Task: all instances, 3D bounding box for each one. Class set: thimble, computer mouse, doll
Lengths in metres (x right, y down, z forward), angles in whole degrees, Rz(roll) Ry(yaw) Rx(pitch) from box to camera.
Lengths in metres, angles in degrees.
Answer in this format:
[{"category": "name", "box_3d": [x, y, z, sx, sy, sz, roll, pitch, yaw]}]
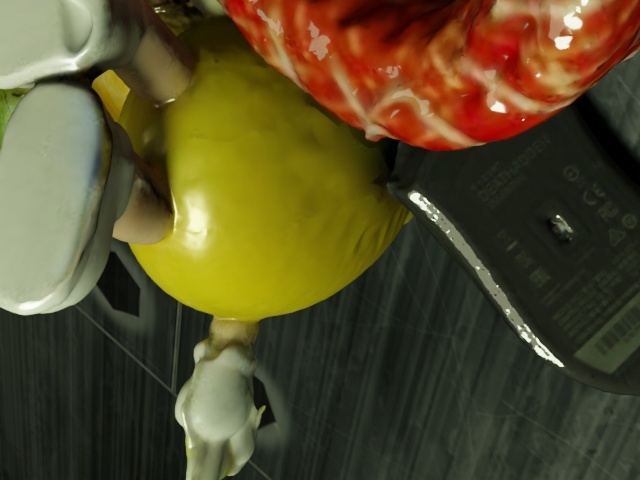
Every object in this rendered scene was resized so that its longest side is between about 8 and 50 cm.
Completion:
[{"category": "thimble", "box_3d": [0.068, -0.239, 0.797, 0.350, 0.230, 0.350, 29, 137, 31]}, {"category": "computer mouse", "box_3d": [0.153, -0.005, 0.978, 0.264, 0.147, 0.088, 52, 164, 1]}, {"category": "doll", "box_3d": [-0.067, -0.034, 0.939, 0.161, 0.348, 0.423, 6, 148, 31]}]

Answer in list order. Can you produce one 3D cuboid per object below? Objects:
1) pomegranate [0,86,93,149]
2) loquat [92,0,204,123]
[{"category": "pomegranate", "box_3d": [-0.191, -0.134, 1.241, 0.241, 0.190, 0.159, 30, 131, 34]}, {"category": "loquat", "box_3d": [-0.104, -0.137, 1.122, 0.163, 0.137, 0.163, 3, 143, 2]}]
